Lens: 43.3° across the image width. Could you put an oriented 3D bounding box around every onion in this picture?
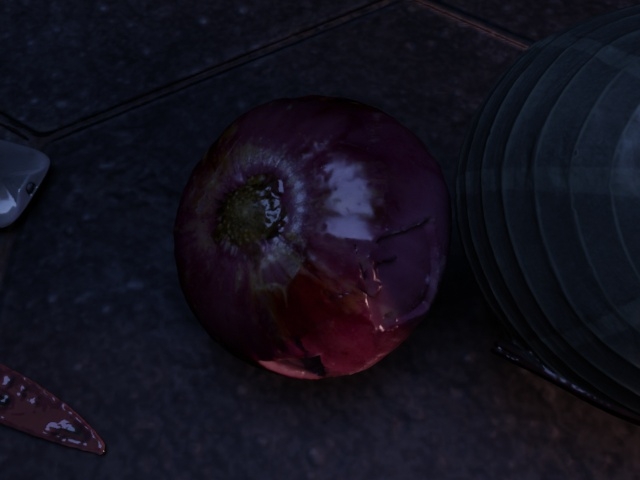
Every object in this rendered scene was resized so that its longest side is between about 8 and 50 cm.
[{"bbox_3d":[-0.006,-0.003,0.497,0.177,0.153,0.177,-2,71,6],"label":"onion"}]

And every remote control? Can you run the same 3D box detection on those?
[{"bbox_3d":[-0.317,-0.071,0.605,0.229,0.044,0.073,16,59,12],"label":"remote control"}]

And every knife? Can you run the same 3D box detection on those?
[{"bbox_3d":[-0.246,0.086,0.530,0.248,0.018,0.035,20,60,10],"label":"knife"}]

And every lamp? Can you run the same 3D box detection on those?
[{"bbox_3d":[0.204,-0.008,0.448,0.266,0.233,0.233,11,61,4],"label":"lamp"}]
